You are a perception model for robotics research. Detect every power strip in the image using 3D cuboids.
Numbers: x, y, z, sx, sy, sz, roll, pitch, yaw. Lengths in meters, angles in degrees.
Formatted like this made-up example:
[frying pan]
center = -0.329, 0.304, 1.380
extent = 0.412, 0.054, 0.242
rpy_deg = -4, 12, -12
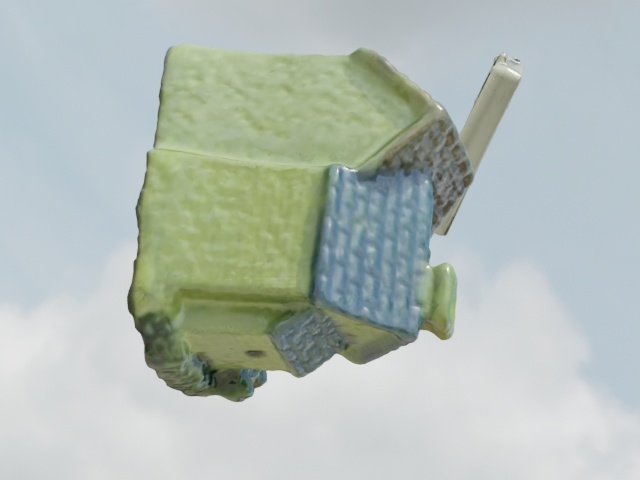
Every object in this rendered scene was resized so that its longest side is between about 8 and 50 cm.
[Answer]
[power strip]
center = 0.146, -0.093, 1.825
extent = 0.035, 0.081, 0.192
rpy_deg = 26, -74, 3

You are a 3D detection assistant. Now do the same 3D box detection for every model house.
[model house]
center = 0.000, 0.000, 1.204
extent = 0.189, 0.214, 0.195
rpy_deg = -2, -28, 16
